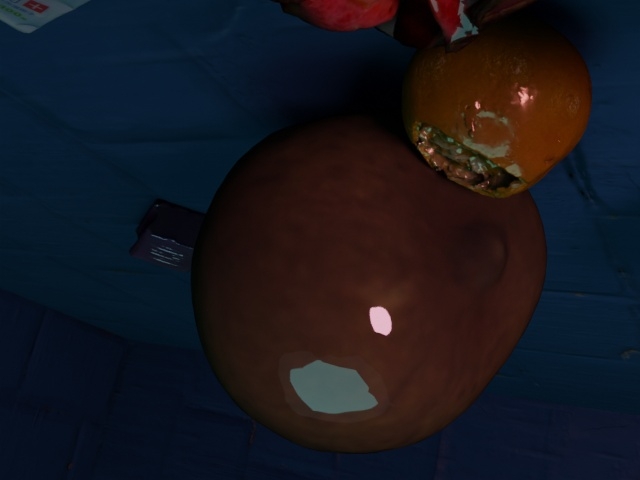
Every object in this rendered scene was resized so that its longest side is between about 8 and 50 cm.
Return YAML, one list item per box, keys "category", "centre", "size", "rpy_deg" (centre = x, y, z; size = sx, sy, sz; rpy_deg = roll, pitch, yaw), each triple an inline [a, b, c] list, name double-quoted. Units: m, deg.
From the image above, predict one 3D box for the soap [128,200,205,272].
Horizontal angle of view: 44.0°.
- category: "soap"
  centre: [-0.257, -0.002, 1.386]
  size: [0.122, 0.065, 0.203]
  rpy_deg: [19, 163, -17]

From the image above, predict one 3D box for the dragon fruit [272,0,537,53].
- category: "dragon fruit"
  centre: [0.051, -0.193, 0.278]
  size: [0.233, 0.234, 0.293]
  rpy_deg: [24, 166, -31]

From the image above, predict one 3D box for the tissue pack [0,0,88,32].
- category: "tissue pack"
  centre: [-0.272, -0.255, 0.546]
  size: [0.177, 0.089, 0.263]
  rpy_deg: [-7, 155, 44]

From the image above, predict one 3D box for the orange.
- category: "orange"
  centre: [0.140, -0.107, 0.640]
  size: [0.154, 0.134, 0.155]
  rpy_deg: [7, 157, 3]

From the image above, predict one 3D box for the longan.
- category: "longan"
  centre: [0.046, 0.035, 0.791]
  size: [0.361, 0.361, 0.361]
  rpy_deg: [12, 163, 4]
